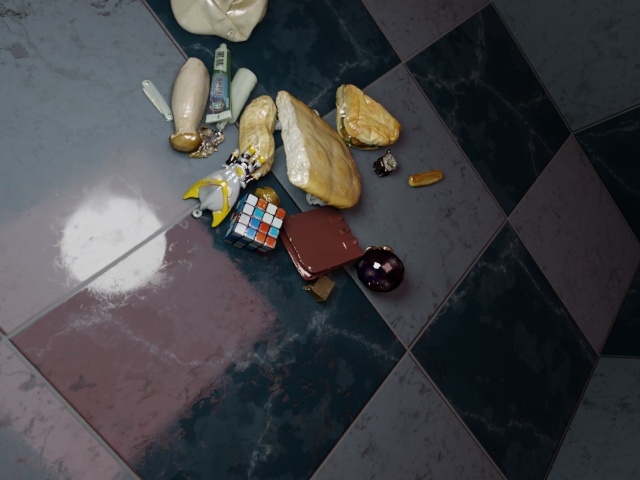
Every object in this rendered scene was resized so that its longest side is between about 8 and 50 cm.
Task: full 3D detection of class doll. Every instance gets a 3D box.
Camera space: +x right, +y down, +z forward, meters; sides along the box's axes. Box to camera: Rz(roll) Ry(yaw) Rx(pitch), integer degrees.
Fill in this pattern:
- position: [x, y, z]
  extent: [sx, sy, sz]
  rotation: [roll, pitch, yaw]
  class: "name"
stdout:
- position: [-0.325, -0.192, 1.460]
  extent: [0.316, 0.103, 0.145]
  rotation: [-45, 122, -2]
  class: "doll"
- position: [-0.026, -0.209, 1.664]
  extent: [0.106, 0.110, 0.181]
  rotation: [-36, 105, 1]
  class: "doll"

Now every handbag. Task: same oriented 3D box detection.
- position: [0.000, -0.001, 1.616]
  extent: [0.275, 0.084, 0.260]
  rotation: [-18, 69, -31]
  class: "handbag"

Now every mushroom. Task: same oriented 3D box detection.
- position: [-0.460, -0.475, 1.469]
  extent: [0.128, 0.128, 0.351]
  rotation: [8, 72, -27]
  class: "mushroom"

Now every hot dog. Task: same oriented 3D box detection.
- position: [0.499, -0.296, 2.010]
  extent: [0.215, 0.047, 0.066]
  rotation: [-18, 102, -31]
  class: "hot dog"

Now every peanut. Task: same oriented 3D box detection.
- position: [-0.233, -0.394, 1.568]
  extent: [0.140, 0.153, 0.326]
  rotation: [11, 80, -29]
  class: "peanut"

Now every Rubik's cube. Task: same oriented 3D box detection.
- position: [-0.236, -0.053, 1.488]
  extent: [0.155, 0.151, 0.154]
  rotation: [26, 66, -22]
  class: "Rubik's cube"

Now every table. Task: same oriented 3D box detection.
- position: [-0.009, 0.176, 1.607]
  extent: [0.082, 0.070, 0.083]
  rotation: [40, 62, -14]
  class: "table"

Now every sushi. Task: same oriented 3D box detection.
- position: [0.288, -0.343, 1.882]
  extent: [0.094, 0.084, 0.098]
  rotation: [-28, 88, -27]
  class: "sushi"

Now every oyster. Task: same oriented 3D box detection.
- position: [-0.420, -0.353, 1.513]
  extent: [0.103, 0.051, 0.148]
  rotation: [30, 76, -12]
  class: "oyster"

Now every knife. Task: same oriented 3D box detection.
- position: [-0.573, -0.491, 1.475]
  extent: [0.044, 0.023, 0.162]
  rotation: [-38, 98, -32]
  class: "knife"

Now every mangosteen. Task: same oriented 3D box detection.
- position: [0.248, 0.104, 1.709]
  extent: [0.194, 0.194, 0.231]
  rotation: [38, 42, -16]
  class: "mangosteen"

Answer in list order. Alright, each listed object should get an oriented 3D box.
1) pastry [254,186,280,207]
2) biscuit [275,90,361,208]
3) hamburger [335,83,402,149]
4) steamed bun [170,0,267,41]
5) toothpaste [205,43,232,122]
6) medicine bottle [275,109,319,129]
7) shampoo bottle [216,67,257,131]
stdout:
- position: [-0.198, -0.151, 1.562]
  extent: [0.057, 0.097, 0.109]
  rotation: [-31, 95, -31]
  class: "pastry"
- position: [0.018, -0.316, 1.613]
  extent: [0.446, 0.104, 0.430]
  rotation: [28, 42, -42]
  class: "biscuit"
- position: [0.172, -0.493, 1.808]
  extent: [0.329, 0.162, 0.209]
  rotation: [35, 67, -20]
  class: "hamburger"
- position: [-0.357, -0.951, 1.569]
  extent: [0.367, 0.255, 0.343]
  rotation: [1, 76, -30]
  class: "steamed bun"
- position: [-0.368, -0.590, 1.547]
  extent: [0.098, 0.061, 0.393]
  rotation: [-9, 62, 9]
  class: "toothpaste"
- position: [-0.115, -0.499, 1.715]
  extent: [0.220, 0.061, 0.092]
  rotation: [-22, 66, -31]
  class: "medicine bottle"
- position: [-0.327, -0.527, 1.584]
  extent: [0.085, 0.085, 0.263]
  rotation: [30, 66, -20]
  class: "shampoo bottle"
